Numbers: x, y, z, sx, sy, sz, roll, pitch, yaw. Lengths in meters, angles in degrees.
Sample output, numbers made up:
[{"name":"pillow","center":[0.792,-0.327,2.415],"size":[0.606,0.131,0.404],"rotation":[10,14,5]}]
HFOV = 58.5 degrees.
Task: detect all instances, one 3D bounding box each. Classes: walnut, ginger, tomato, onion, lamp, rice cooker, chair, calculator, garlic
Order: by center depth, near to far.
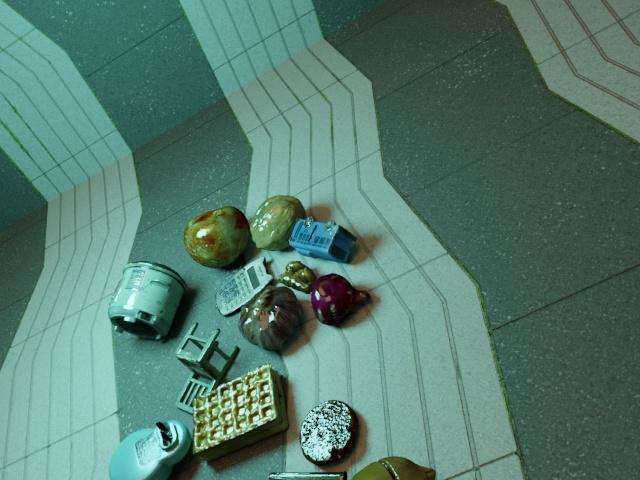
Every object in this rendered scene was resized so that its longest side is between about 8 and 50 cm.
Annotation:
[{"name":"walnut","center":[0.150,0.626,1.346],"size":[0.298,0.203,0.203],"rotation":[-32,38,-20]},{"name":"lamp","center":[-0.538,0.684,1.803],"size":[0.284,0.147,0.209],"rotation":[-45,43,4]},{"name":"onion","center":[0.059,0.178,1.862],"size":[0.198,0.135,0.173],"rotation":[-17,48,20]},{"name":"garlic","center":[-0.180,0.253,1.941],"size":[0.245,0.160,0.245],"rotation":[-19,45,20]},{"name":"chair","center":[-0.423,0.436,1.956],"size":[0.136,0.147,0.270],"rotation":[8,56,39]},{"name":"ginger","center":[-0.070,0.131,2.047],"size":[0.162,0.073,0.103],"rotation":[21,80,38]},{"name":"calculator","center":[-0.298,0.181,2.182],"size":[0.268,0.040,0.177],"rotation":[-34,41,5]},{"name":"walnut","center":[-0.160,-0.069,2.200],"size":[0.245,0.198,0.198],"rotation":[-48,39,15]},{"name":"rice cooker","center":[-0.674,0.222,2.239],"size":[0.317,0.264,0.317],"rotation":[-52,22,32]},{"name":"tomato","center":[-0.407,-0.005,2.294],"size":[0.270,0.223,0.270],"rotation":[-17,20,6]}]

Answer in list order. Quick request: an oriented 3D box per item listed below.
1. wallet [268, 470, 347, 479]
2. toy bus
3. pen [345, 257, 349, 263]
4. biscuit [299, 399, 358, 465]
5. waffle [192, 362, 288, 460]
[{"name":"wallet","center":[-0.042,0.691,1.536],"size":[0.243,0.039,0.133],"rotation":[-12,53,26]},{"name":"toy bus","center":[0.000,0.000,2.054],"size":[0.234,0.116,0.134],"rotation":[11,73,48]},{"name":"pen","center":[0.058,0.017,2.094],"size":[0.025,0.025,0.204],"rotation":[-35,40,3]},{"name":"biscuit","center":[0.021,0.544,1.619],"size":[0.192,0.049,0.192],"rotation":[-20,37,16]},{"name":"waffle","center":[-0.258,0.539,1.788],"size":[0.308,0.091,0.213],"rotation":[-26,42,11]}]
